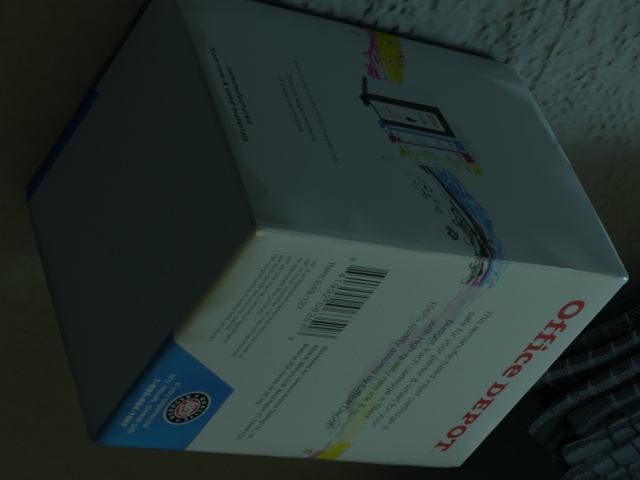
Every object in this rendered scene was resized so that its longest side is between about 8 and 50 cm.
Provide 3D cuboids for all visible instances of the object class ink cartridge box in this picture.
[{"bbox_3d":[0.000,0.000,0.989,0.233,0.168,0.171,9,134,-35],"label":"ink cartridge box"}]

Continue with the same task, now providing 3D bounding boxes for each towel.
[{"bbox_3d":[0.299,0.102,1.313,0.284,0.121,0.235,-31,151,20],"label":"towel"}]
